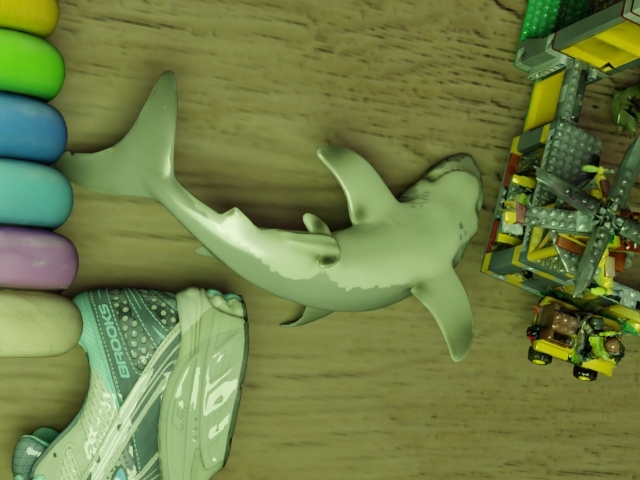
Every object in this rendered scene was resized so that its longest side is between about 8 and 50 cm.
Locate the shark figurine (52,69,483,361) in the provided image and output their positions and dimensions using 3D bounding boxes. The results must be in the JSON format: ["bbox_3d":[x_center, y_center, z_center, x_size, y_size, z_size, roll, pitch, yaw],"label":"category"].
[{"bbox_3d":[-0.018,0.012,0.955,0.278,0.116,0.166,8,57,-31],"label":"shark figurine"}]

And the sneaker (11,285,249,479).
[{"bbox_3d":[-0.124,0.161,0.931,0.122,0.110,0.283,10,88,-5],"label":"sneaker"}]

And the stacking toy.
[{"bbox_3d":[-0.198,-0.102,0.858,0.141,0.141,0.330,2,86,-23],"label":"stacking toy"}]

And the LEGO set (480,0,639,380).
[{"bbox_3d":[0.246,-0.074,0.971,0.255,0.192,0.331,29,70,-18],"label":"LEGO set"}]
